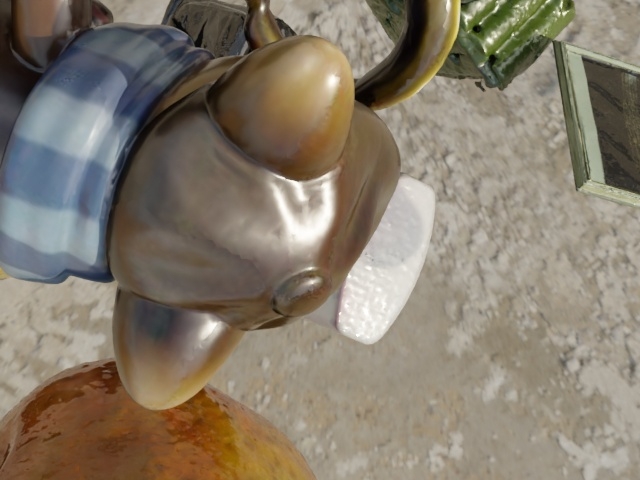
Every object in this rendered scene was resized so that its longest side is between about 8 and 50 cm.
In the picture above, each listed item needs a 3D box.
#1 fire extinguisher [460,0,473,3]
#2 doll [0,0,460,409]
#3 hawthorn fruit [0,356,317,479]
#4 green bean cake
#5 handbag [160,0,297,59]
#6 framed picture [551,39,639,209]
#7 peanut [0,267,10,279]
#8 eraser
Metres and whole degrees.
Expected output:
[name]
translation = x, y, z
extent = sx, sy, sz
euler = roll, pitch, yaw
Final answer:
[fire extinguisher]
translation = 0.246, -0.370, 1.394
extent = 0.311, 0.114, 0.095
euler = -18, 114, 1
[doll]
translation = -0.114, -0.075, 0.609
extent = 0.340, 0.209, 0.318
euler = 25, 103, 19
[hawthorn fruit]
translation = -0.209, 0.346, 1.066
extent = 0.472, 0.472, 0.471
euler = 0, 105, 1
[green bean cake]
translation = 0.197, -0.403, 1.732
extent = 0.218, 0.319, 0.335
euler = -43, 115, -15
[handbag]
translation = -0.173, -0.189, 1.422
extent = 0.088, 0.244, 0.275
euler = 27, 89, -45
[framed picture]
translation = 0.449, -0.159, 1.569
extent = 0.231, 0.293, 0.018
euler = 13, 141, -16
[peanut]
translation = -0.347, -0.038, 1.203
extent = 0.340, 0.158, 0.174
euler = -14, 130, -10
[eraser]
translation = 0.000, 0.000, 1.198
extent = 0.095, 0.270, 0.174
euler = 24, 86, -30
